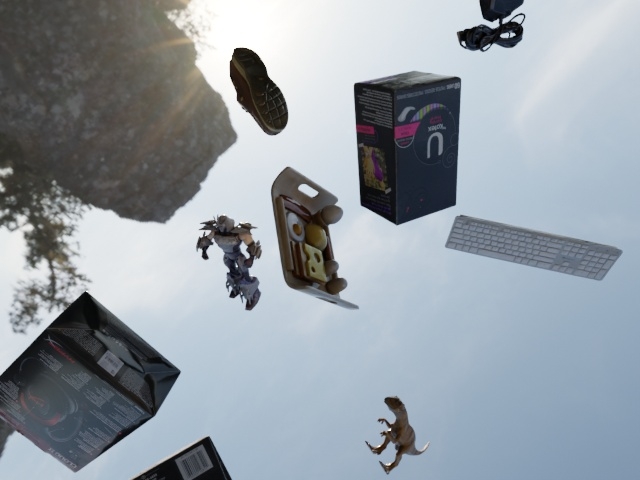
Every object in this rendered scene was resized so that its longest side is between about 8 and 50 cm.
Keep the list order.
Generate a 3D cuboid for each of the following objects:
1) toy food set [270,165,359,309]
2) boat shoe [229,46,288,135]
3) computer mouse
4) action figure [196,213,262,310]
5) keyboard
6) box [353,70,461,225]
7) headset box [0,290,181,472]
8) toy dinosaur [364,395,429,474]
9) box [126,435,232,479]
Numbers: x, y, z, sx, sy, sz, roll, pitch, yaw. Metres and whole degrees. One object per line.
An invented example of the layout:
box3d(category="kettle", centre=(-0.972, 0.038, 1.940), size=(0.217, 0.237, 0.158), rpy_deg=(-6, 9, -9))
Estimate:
box3d(category="toy food set", centre=(0.000, 0.000, 1.189), size=(0.092, 0.219, 0.307), rpy_deg=(-25, -120, 26))
box3d(category="boat shoe", centre=(-0.108, -0.244, 0.863), size=(0.060, 0.064, 0.178), rpy_deg=(-48, -119, 46))
box3d(category="computer mouse", centre=(0.369, -0.545, 1.068), size=(0.188, 0.273, 0.072), rpy_deg=(-17, -143, -28))
box3d(category="action figure", centre=(-0.227, 0.045, 1.342), size=(0.185, 0.285, 0.099), rpy_deg=(14, -135, 28))
box3d(category="keyboard", centre=(0.333, 0.013, 0.811), size=(0.255, 0.072, 0.014), rpy_deg=(12, -140, 5))
box3d(category="box", centre=(0.177, -0.192, 1.046), size=(0.165, 0.271, 0.143), rpy_deg=(-19, -150, -23))
box3d(category="headset box", centre=(-0.424, 0.259, 0.885), size=(0.293, 0.218, 0.110), rpy_deg=(-39, -166, 27))
box3d(category="toy dinosaur", centre=(0.149, 0.364, 0.913), size=(0.112, 0.212, 0.064), rpy_deg=(-33, -142, -11))
box3d(category="box", centre=(-0.289, 0.499, 0.927), size=(0.247, 0.163, 0.142), rpy_deg=(-21, 157, -35))
